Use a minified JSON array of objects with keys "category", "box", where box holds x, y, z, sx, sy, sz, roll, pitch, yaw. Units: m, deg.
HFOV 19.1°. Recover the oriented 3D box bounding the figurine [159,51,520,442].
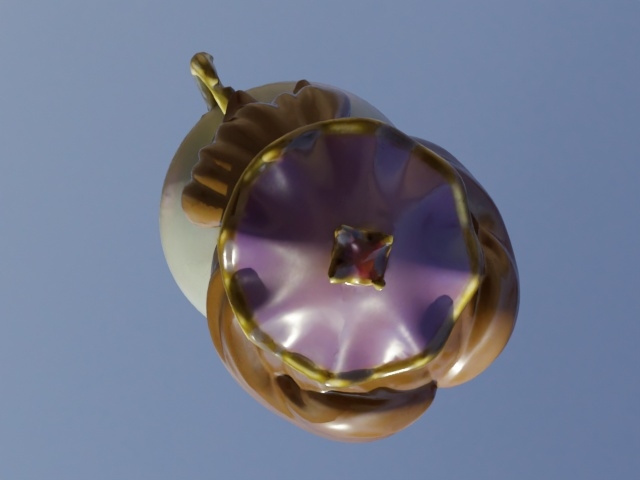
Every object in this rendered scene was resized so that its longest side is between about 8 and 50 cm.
[{"category":"figurine","box":[0.000,0.000,0.894,0.142,0.189,0.263,-39,-161,-2]}]
